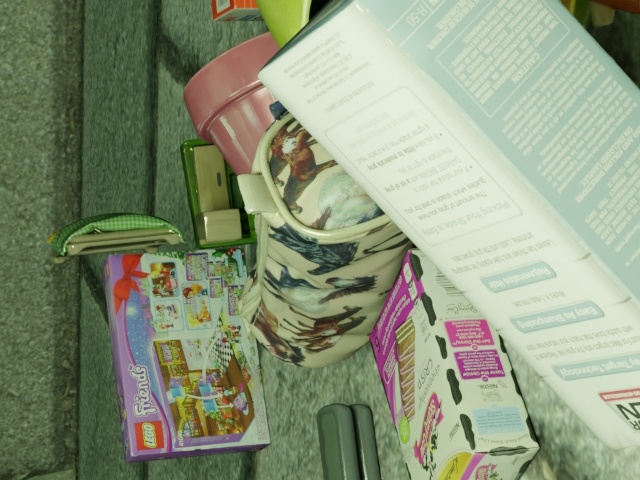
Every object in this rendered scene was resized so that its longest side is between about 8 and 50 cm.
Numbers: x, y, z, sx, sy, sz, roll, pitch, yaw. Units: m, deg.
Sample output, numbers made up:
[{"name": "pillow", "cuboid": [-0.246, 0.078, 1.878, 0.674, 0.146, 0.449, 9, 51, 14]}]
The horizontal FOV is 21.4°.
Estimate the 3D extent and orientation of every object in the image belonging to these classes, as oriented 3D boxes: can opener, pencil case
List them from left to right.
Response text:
[{"name": "pencil case", "cuboid": [0.000, 0.000, 1.732, 0.410, 0.184, 0.160, 101, 163, -67]}, {"name": "can opener", "cuboid": [0.056, 0.320, 1.917, 0.093, 0.074, 0.280, -22, 70, 34]}]

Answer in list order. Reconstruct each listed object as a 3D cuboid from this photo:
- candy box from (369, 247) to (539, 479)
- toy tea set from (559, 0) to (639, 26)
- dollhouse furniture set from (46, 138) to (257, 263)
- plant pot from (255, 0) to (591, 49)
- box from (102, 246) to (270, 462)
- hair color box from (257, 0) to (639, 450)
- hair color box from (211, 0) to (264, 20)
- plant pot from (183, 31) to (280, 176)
[{"name": "candy box", "cuboid": [0.124, 0.145, 1.649, 0.159, 0.071, 0.233, 111, 150, -49]}, {"name": "toy tea set", "cuboid": [0.214, -0.117, 1.280, 0.336, 0.124, 0.200, 80, -153, -48]}, {"name": "dollhouse furniture set", "cuboid": [-0.215, -0.063, 2.268, 0.197, 0.302, 0.151, 164, 100, -74]}, {"name": "plant pot", "cuboid": [0.041, -0.254, 1.431, 0.293, 0.275, 0.274, 46, 137, 49]}, {"name": "box", "cuboid": [-0.192, 0.159, 2.400, 0.057, 0.201, 0.293, 133, 131, -65]}, {"name": "hair color box", "cuboid": [0.148, -0.031, 1.129, 0.374, 0.113, 0.185, 47, 159, -8]}, {"name": "hair color box", "cuboid": [-0.029, -0.274, 1.884, 0.093, 0.167, 0.053, 174, 92, -72]}, {"name": "plant pot", "cuboid": [-0.031, -0.123, 1.915, 0.180, 0.201, 0.201, 66, 157, 12]}]
